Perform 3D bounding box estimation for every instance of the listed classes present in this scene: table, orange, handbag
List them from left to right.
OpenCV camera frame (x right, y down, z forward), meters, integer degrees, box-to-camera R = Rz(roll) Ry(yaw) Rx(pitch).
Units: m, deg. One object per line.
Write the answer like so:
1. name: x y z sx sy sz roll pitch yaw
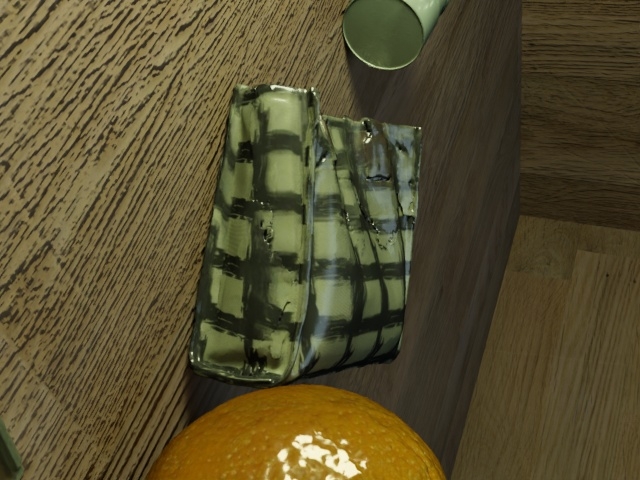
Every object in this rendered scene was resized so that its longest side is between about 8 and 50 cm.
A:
1. orange: -0.029 0.305 0.835 0.357 0.322 0.322 116 -8 -67
2. handbag: 0.000 0.000 1.016 0.325 0.163 0.326 3 93 -62
3. table: 0.126 -0.366 1.268 0.220 0.126 0.126 -60 152 -43

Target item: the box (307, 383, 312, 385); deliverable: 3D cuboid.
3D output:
1. box: -0.058 0.379 1.198 0.350 0.058 0.211 -48 144 -57

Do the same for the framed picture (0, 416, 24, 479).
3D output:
1. framed picture: -0.294 0.189 0.514 0.281 0.019 0.208 -58 150 -47
